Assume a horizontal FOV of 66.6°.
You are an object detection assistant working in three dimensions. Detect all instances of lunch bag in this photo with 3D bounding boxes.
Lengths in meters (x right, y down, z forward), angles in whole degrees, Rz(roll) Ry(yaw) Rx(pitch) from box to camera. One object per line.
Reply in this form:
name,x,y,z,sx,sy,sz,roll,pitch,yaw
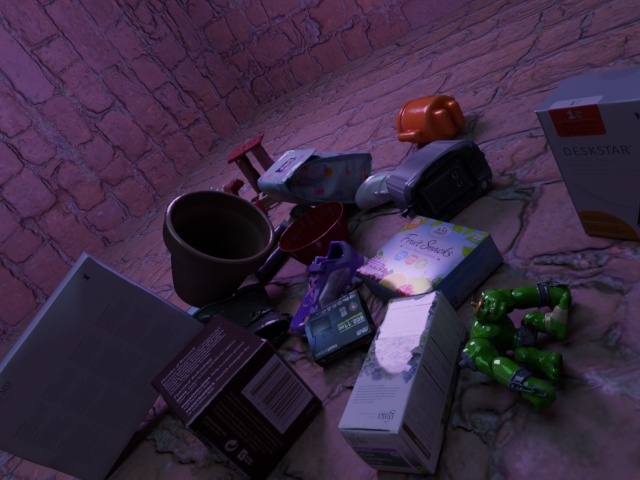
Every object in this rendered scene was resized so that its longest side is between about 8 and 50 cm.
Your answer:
lunch bag,-0.022,-0.169,1.324,0.262,0.160,0.223,-8,12,-25

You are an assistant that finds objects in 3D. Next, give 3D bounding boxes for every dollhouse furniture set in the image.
dollhouse furniture set,-0.224,-0.208,1.710,0.152,0.201,0.374,-28,25,14

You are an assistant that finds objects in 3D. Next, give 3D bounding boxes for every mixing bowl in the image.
mixing bowl,0.000,0.000,1.170,0.181,0.098,0.181,-28,25,14

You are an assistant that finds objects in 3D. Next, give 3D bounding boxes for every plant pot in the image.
plant pot,-0.268,0.039,1.201,0.263,0.263,0.229,-72,7,-53

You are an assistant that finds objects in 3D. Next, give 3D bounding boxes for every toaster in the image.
toaster,0.240,-0.123,1.051,0.227,0.129,0.146,-39,21,-2

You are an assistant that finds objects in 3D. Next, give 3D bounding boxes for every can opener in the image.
can opener,-0.103,0.000,1.362,0.280,0.074,0.093,-50,-6,-33

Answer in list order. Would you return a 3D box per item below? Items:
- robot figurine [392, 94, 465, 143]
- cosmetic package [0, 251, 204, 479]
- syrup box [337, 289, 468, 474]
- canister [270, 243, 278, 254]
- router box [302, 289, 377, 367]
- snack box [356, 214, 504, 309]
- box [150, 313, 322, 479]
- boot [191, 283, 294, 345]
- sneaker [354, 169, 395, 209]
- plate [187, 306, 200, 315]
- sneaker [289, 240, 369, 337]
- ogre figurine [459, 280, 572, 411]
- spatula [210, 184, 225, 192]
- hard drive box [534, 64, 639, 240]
robot figurine,0.299,-0.335,1.354,0.219,0.128,0.158,17,91,60
cosmetic package,-0.465,0.257,0.987,0.097,0.284,0.377,11,65,58
syrup box,0.123,0.188,0.676,0.093,0.096,0.237,-17,31,39
canister,-0.225,0.020,1.418,0.169,0.073,0.126,1,38,39
router box,0.035,0.158,0.875,0.122,0.038,0.092,-31,50,12
snack box,0.189,0.046,0.879,0.174,0.070,0.207,-41,26,-11
box,-0.143,0.254,0.812,0.167,0.168,0.203,-47,26,-22
boot,-0.193,0.202,1.068,0.263,0.091,0.229,-36,24,-5
sneaker,0.183,-0.127,1.201,0.212,0.080,0.094,-27,37,16
plate,-0.304,0.201,1.293,0.188,0.024,0.188,-30,25,15
sneaker,0.005,0.090,0.996,0.095,0.104,0.236,0,44,51
ogre figurine,0.255,0.123,0.636,0.118,0.097,0.197,5,59,30
spatula,-0.345,-0.060,1.614,0.019,0.242,0.168,-3,5,-30
hard drive box,0.427,-0.111,0.656,0.089,0.232,0.181,-44,25,-18
